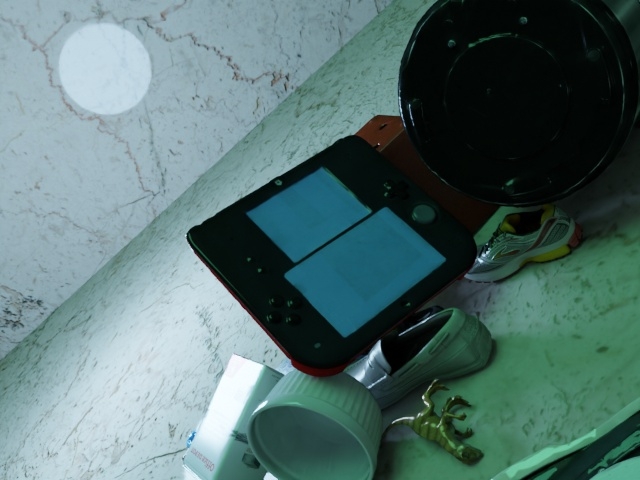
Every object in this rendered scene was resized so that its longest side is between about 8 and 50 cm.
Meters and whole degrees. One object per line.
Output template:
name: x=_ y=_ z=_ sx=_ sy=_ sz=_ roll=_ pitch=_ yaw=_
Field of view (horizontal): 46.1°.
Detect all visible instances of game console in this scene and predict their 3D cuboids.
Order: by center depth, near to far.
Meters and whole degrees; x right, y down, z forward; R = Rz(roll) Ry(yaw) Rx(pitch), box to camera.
game console: x=0.028 y=0.008 z=1.230 sx=0.386 sy=0.342 sz=0.060 roll=-33 pitch=-22 yaw=-26

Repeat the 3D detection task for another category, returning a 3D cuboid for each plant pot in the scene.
plant pot: x=0.150 y=-0.103 z=1.500 sx=0.267 sy=0.236 sz=0.267 roll=-43 pitch=23 yaw=-8

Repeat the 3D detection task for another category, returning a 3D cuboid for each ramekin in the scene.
ramekin: x=-0.001 y=0.291 z=1.171 sx=0.207 sy=0.207 sz=0.109 roll=-28 pitch=19 yaw=35

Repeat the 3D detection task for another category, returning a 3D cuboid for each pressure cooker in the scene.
pressure cooker: x=0.364 y=-0.279 z=1.255 sx=0.375 sy=0.370 sz=0.420 roll=-24 pitch=10 yaw=35

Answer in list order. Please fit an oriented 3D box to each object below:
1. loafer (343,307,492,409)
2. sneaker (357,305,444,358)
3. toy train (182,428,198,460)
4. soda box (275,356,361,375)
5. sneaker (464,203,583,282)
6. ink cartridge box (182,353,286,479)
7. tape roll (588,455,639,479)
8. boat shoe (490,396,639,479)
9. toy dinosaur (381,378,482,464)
loafer: x=0.125 y=0.193 z=1.230 sx=0.319 sy=0.111 sz=0.112 roll=-31 pitch=26 yaw=30
sneaker: x=0.127 y=0.152 z=1.313 sx=0.188 sy=0.078 sz=0.067 roll=-17 pitch=29 yaw=11
toy train: x=-0.192 y=0.390 z=1.482 sx=0.184 sy=0.080 sz=0.105 roll=-43 pitch=29 yaw=4
soda box: x=0.036 y=0.193 z=1.409 sx=0.286 sy=0.091 sz=0.098 roll=-49 pitch=23 yaw=-8
sneaker: x=0.317 y=-0.003 z=1.262 sx=0.225 sy=0.093 sz=0.088 roll=-28 pitch=28 yaw=36
ink cartridge box: x=-0.136 y=0.322 z=1.304 sx=0.158 sy=0.092 sz=0.218 roll=1 pitch=62 yaw=63
tape roll: x=0.318 y=0.303 z=0.658 sx=0.219 sy=0.072 sz=0.219 roll=-17 pitch=59 yaw=30
boat shoe: x=0.337 y=0.244 z=0.795 sx=0.340 sy=0.127 sz=0.113 roll=-32 pitch=51 yaw=15
toy dinosaur: x=0.157 y=0.267 z=1.116 sx=0.112 sy=0.064 sz=0.211 roll=-54 pitch=24 yaw=-18
